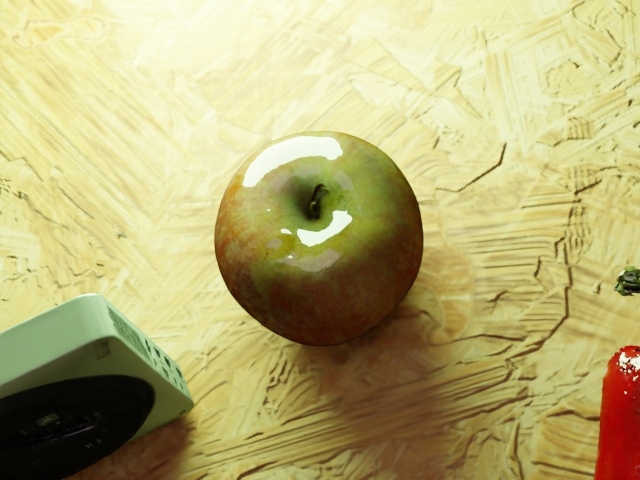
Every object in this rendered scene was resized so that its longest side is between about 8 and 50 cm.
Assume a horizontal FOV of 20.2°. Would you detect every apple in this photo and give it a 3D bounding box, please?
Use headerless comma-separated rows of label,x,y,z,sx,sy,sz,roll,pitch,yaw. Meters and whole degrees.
apple,0.000,0.000,1.601,0.188,0.174,0.188,-3,72,8

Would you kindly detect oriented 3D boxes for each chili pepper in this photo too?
chili pepper,0.281,0.206,1.504,0.110,0.110,0.387,2,74,14

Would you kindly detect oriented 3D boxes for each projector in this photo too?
projector,-0.259,0.158,1.560,0.259,0.257,0.079,-26,68,3
